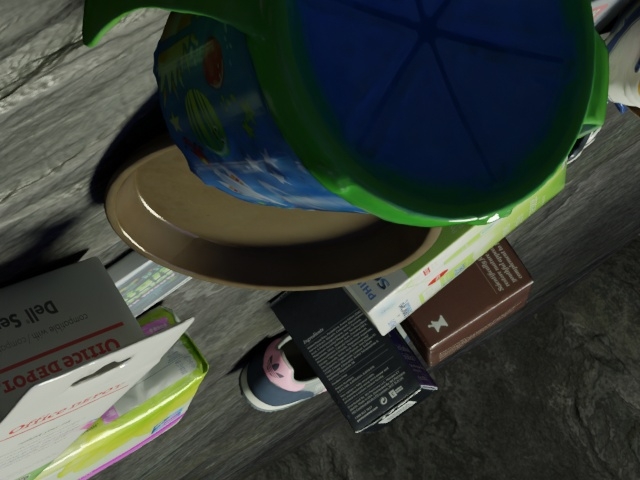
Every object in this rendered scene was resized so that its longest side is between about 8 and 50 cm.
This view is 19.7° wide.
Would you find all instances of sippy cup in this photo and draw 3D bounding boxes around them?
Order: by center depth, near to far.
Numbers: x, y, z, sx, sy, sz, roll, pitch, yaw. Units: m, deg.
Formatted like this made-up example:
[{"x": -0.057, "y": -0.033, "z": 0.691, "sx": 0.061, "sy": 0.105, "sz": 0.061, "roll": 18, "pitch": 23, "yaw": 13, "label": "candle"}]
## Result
[{"x": 0.013, "y": -0.115, "z": 1.153, "sx": 0.240, "sy": 0.305, "sz": 0.224, "roll": -51, "pitch": -159, "yaw": -26, "label": "sippy cup"}]

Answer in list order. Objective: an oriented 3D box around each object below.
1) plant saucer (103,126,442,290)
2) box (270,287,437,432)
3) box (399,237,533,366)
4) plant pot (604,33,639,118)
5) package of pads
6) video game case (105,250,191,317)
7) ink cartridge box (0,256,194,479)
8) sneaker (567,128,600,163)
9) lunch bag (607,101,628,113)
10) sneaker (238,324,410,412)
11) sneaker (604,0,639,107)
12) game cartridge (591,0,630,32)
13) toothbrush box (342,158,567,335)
[{"x": -0.037, "y": -0.034, "z": 1.506, "sx": 0.278, "sy": 0.041, "sz": 0.278, "roll": 2, "pitch": 154, "yaw": 1, "label": "plant saucer"}, {"x": 0.045, "y": 0.140, "z": 2.406, "sx": 0.108, "sy": 0.207, "sz": 0.153, "roll": -36, "pitch": 170, "yaw": 6, "label": "box"}, {"x": 0.170, "y": 0.049, "z": 2.477, "sx": 0.167, "sy": 0.168, "sz": 0.203, "roll": -32, "pitch": 170, "yaw": -3, "label": "box"}, {"x": 0.458, "y": -0.244, "z": 2.049, "sx": 0.215, "sy": 0.215, "sz": 0.230, "roll": -19, "pitch": 147, "yaw": -53, "label": "plant pot"}, {"x": -0.274, "y": 0.204, "z": 2.030, "sx": 0.296, "sy": 0.101, "sz": 0.229, "roll": -30, "pitch": 169, "yaw": -20, "label": "package of pads"}, {"x": -0.154, "y": 0.025, "z": 1.816, "sx": 0.190, "sy": 0.022, "sz": 0.173, "roll": -34, "pitch": 169, "yaw": 2, "label": "video game case"}, {"x": -0.289, "y": 0.135, "z": 1.639, "sx": 0.207, "sy": 0.119, "sz": 0.353, "roll": -22, "pitch": 165, "yaw": -46, "label": "ink cartridge box"}, {"x": 0.250, "y": -0.107, "z": 2.242, "sx": 0.235, "sy": 0.094, "sz": 0.153, "roll": -33, "pitch": 168, "yaw": -4, "label": "sneaker"}, {"x": 0.372, "y": -0.198, "z": 2.271, "sx": 0.065, "sy": 0.067, "sz": 0.098, "roll": -35, "pitch": 170, "yaw": 5, "label": "lunch bag"}, {"x": 0.036, "y": 0.150, "z": 2.678, "sx": 0.319, "sy": 0.112, "sz": 0.131, "roll": -28, "pitch": 171, "yaw": -32, "label": "sneaker"}, {"x": 0.370, "y": -0.261, "z": 1.889, "sx": 0.131, "sy": 0.112, "sz": 0.296, "roll": 8, "pitch": -127, "yaw": 52, "label": "sneaker"}, {"x": 0.183, "y": -0.191, "z": 1.795, "sx": 0.294, "sy": 0.060, "sz": 0.196, "roll": -24, "pitch": 169, "yaw": -43, "label": "game cartridge"}, {"x": 0.135, "y": -0.035, "z": 2.084, "sx": 0.283, "sy": 0.122, "sz": 0.206, "roll": -38, "pitch": 168, "yaw": -2, "label": "toothbrush box"}]
